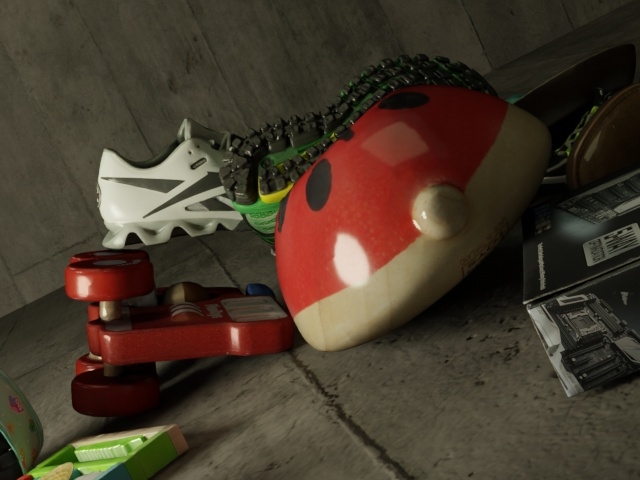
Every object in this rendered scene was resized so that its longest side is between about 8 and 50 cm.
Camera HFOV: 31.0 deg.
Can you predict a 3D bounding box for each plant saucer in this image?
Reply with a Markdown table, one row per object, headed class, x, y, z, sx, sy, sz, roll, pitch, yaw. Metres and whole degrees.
| class | x | y | z | sx | sy | sz | roll | pitch | yaw |
| --- | --- | --- | --- | --- | --- | --- | --- | --- | --- |
| plant saucer | 0.291 | -0.148 | 1.520 | 0.310 | 0.050 | 0.310 | -31 | -11 | -7 |

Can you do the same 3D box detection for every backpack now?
| class | x | y | z | sx | sy | sz | roll | pitch | yaw |
| --- | --- | --- | --- | --- | --- | --- | --- | --- | --- |
| backpack | -0.391 | 0.211 | 1.224 | 0.188 | 0.166 | 0.144 | -20 | 20 | 21 |

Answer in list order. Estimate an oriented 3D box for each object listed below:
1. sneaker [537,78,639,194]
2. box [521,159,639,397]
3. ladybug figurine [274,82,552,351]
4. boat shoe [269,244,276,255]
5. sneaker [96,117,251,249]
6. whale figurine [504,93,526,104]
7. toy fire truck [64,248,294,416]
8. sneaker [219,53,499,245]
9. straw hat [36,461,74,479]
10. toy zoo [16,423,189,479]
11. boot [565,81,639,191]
| class | x | y | z | sx | sy | sz | roll | pitch | yaw |
| --- | --- | --- | --- | --- | --- | --- | --- | --- | --- |
| sneaker | 0.335 | -0.135 | 1.397 | 0.234 | 0.097 | 0.084 | -28 | 8 | -12 |
| box | 0.278 | -0.007 | 0.874 | 0.242 | 0.077 | 0.307 | -24 | 8 | 15 |
| ladybug figurine | 0.070 | -0.035 | 1.119 | 0.305 | 0.162 | 0.449 | -44 | 1 | -7 |
| boat shoe | -0.004 | 0.002 | 1.540 | 0.113 | 0.105 | 0.306 | -26 | 19 | -25 |
| sneaker | -0.118 | -0.086 | 1.460 | 0.330 | 0.146 | 0.122 | -10 | 13 | -17 |
| whale figurine | 0.199 | -0.157 | 1.730 | 0.272 | 0.141 | 0.216 | -31 | 5 | 19 |
| toy fire truck | -0.170 | 0.098 | 1.385 | 0.253 | 0.169 | 0.302 | -3 | 5 | -9 |
| sneaker | 0.054 | -0.108 | 1.383 | 0.343 | 0.146 | 0.134 | -23 | 52 | -1 |
| straw hat | -0.228 | 0.246 | 0.899 | 0.144 | 0.061 | 0.144 | -38 | 10 | 8 |
| toy zoo | -0.279 | 0.262 | 1.050 | 0.192 | 0.030 | 0.293 | -17 | 12 | 47 |
| boot | 0.378 | -0.113 | 1.157 | 0.305 | 0.112 | 0.115 | -27 | 19 | -23 |
